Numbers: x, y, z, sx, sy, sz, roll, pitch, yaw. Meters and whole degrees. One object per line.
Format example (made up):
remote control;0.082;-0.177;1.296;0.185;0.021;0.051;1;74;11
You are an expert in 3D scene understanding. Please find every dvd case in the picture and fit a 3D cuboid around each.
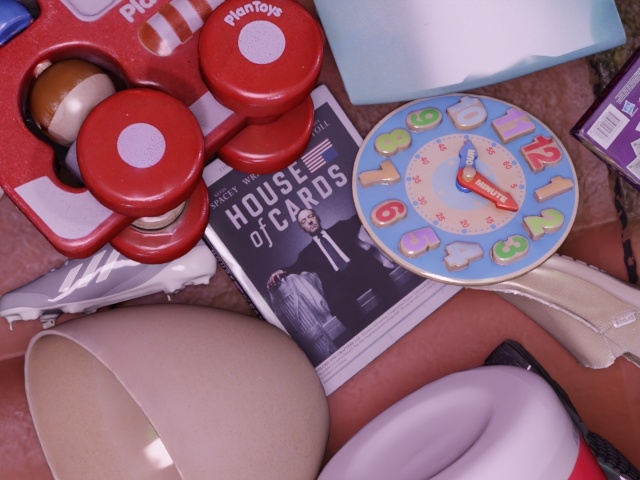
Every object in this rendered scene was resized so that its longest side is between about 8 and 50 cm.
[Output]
dvd case;0.000;0.000;1.088;0.179;0.029;0.239;-37;98;-14

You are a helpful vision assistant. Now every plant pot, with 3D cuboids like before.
plant pot;0.119;-0.211;1.035;0.234;0.166;0.165;-20;97;6
plant pot;-0.104;0.167;1.022;0.191;0.284;0.284;-28;98;-33

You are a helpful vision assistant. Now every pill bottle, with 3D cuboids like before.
pill bottle;0.183;0.326;0.967;0.229;0.229;0.408;-32;103;0

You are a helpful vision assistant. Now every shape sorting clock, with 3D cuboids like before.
shape sorting clock;0.132;-0.052;1.057;0.206;0.040;0.206;2;58;-3

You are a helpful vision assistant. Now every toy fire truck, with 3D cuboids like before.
toy fire truck;-0.152;-0.141;0.979;0.302;0.169;0.254;-41;79;-14

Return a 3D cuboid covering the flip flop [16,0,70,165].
flip flop;-0.267;-0.200;1.051;0.112;0.080;0.277;-26;112;-13

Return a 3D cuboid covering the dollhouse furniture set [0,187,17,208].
dollhouse furniture set;-0.287;-0.097;1.052;0.091;0.081;0.114;8;136;-39

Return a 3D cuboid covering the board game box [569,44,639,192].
board game box;0.427;-0.173;1.111;0.208;0.056;0.347;39;92;-2

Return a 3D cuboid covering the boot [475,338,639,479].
boot;0.205;0.279;1.123;0.222;0.118;0.338;-42;90;8

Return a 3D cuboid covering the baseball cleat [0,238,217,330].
baseball cleat;-0.203;0.015;1.086;0.205;0.072;0.109;-12;85;-8

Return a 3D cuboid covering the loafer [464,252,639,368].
loafer;0.251;0.072;1.095;0.268;0.102;0.092;17;89;-6
